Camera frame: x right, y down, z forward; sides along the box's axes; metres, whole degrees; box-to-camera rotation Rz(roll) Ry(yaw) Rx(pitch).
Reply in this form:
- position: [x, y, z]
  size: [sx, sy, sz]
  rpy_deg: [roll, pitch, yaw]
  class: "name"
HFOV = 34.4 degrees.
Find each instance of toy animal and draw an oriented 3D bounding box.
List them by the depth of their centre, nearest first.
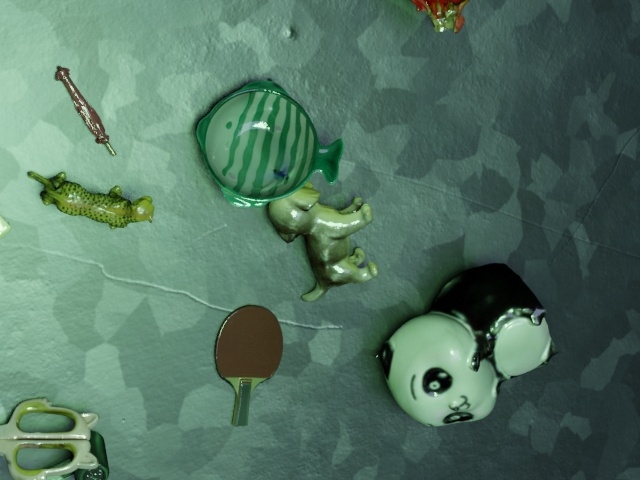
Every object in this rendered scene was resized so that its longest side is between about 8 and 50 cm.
- position: [-0.364, -0.064, 1.625]
  size: [0.181, 0.136, 0.073]
  rpy_deg: [20, 90, -26]
  class: "toy animal"
- position: [0.010, -0.013, 1.830]
  size: [0.168, 0.121, 0.233]
  rpy_deg: [-22, 118, -4]
  class: "toy animal"
- position: [0.263, 0.206, 1.931]
  size: [0.310, 0.251, 0.251]
  rpy_deg: [-32, 111, -6]
  class: "toy animal"

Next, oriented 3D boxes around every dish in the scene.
- position: [-0.090, -0.150, 1.752]
  size: [0.246, 0.078, 0.224]
  rpy_deg: [13, 77, -7]
  class: "dish"

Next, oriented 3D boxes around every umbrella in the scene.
- position: [-0.375, -0.206, 1.659]
  size: [0.027, 0.025, 0.165]
  rpy_deg: [-29, 108, 1]
  class: "umbrella"

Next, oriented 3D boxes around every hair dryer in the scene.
- position: [-0.442, 0.392, 1.698]
  size: [0.197, 0.100, 0.057]
  rpy_deg: [-26, 116, -4]
  class: "hair dryer"

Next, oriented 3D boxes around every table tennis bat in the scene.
- position: [-0.131, 0.224, 1.850]
  size: [0.130, 0.019, 0.220]
  rpy_deg: [5, 95, -27]
  class: "table tennis bat"

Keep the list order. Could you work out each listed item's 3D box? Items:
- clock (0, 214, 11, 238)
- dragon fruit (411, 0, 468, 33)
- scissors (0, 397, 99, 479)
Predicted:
- position: [-0.669, 0.023, 1.507]
  size: [0.379, 0.120, 0.276]
  rpy_deg: [-46, 109, -13]
  class: "clock"
- position: [0.209, -0.494, 1.789]
  size: [0.210, 0.205, 0.268]
  rpy_deg: [-1, 93, -42]
  class: "dragon fruit"
- position: [-0.512, 0.317, 1.638]
  size: [0.317, 0.160, 0.024]
  rpy_deg: [2, 139, -12]
  class: "scissors"
